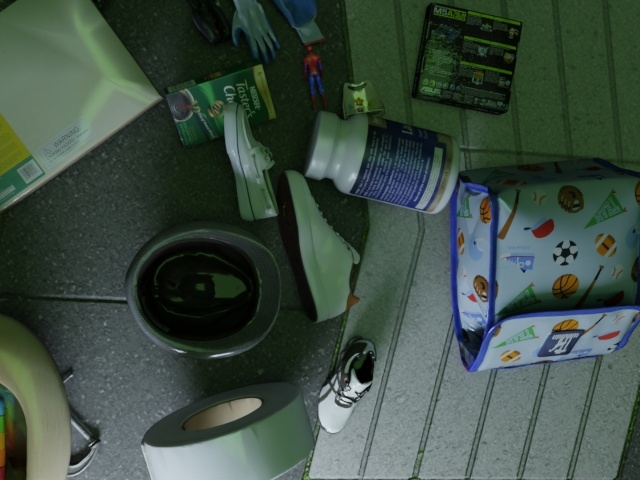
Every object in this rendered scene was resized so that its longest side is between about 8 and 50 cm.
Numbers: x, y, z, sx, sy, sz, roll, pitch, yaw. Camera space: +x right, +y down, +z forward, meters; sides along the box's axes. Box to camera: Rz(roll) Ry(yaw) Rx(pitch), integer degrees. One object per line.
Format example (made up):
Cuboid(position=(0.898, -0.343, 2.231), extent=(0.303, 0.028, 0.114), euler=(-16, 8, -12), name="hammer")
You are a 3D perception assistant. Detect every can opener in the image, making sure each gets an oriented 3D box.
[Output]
Cuboid(position=(-0.221, -0.442, 1.397), extent=(0.059, 0.073, 0.186), euler=(-28, 87, 0), name="can opener")

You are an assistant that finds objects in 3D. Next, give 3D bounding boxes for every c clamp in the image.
Cuboid(position=(-0.465, 0.347, 1.399), extent=(0.137, 0.022, 0.160), euler=(-36, 97, -7), name="c clamp")

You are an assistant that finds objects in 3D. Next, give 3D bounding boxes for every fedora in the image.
Cuboid(position=(-0.206, 0.087, 1.382), extent=(0.276, 0.124, 0.243), euler=(-5, 91, -1), name="fedora")

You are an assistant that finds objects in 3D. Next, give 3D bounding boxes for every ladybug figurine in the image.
Cuboid(position=(-0.569, 0.326, 1.303), extent=(0.305, 0.162, 0.448), euler=(5, 92, -3), name="ladybug figurine")

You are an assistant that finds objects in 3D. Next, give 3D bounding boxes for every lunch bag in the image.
Cuboid(position=(0.426, 0.060, 1.443), extent=(0.328, 0.239, 0.385), euler=(-5, 109, -10), name="lunch bag")

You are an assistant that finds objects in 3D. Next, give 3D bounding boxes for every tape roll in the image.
Cuboid(position=(-0.157, 0.341, 1.320), extent=(0.286, 0.286, 0.100), euler=(-16, 95, -9), name="tape roll")

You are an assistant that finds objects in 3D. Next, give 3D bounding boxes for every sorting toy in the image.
Cuboid(position=(0.076, -0.270, 1.462), extent=(0.083, 0.045, 0.075), euler=(-10, 86, -9), name="sorting toy")

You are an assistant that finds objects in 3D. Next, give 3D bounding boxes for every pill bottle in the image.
Cuboid(position=(0.110, -0.148, 1.413), extent=(0.265, 0.153, 0.153), euler=(12, 90, -11), name="pill bottle")

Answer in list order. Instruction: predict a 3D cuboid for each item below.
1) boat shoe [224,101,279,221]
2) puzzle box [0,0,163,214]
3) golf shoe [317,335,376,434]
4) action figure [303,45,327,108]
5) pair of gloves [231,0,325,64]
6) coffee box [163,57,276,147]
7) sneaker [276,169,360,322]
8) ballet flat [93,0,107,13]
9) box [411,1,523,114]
Cuboid(position=(-0.120, -0.145, 1.391), extent=(0.076, 0.083, 0.226), euler=(-4, 119, 7), name="boat shoe")
Cuboid(position=(-0.520, -0.243, 1.330), extent=(0.409, 0.052, 0.272), euler=(-35, 98, 0), name="puzzle box")
Cuboid(position=(0.050, 0.280, 1.450), extent=(0.077, 0.094, 0.198), euler=(19, 90, -11), name="golf shoe")
Cuboid(position=(-0.012, -0.310, 1.444), extent=(0.038, 0.030, 0.115), euler=(-10, 108, -4), name="action figure")
Cuboid(position=(-0.084, -0.418, 1.416), extent=(0.198, 0.023, 0.159), euler=(-27, 100, -22), name="pair of gloves")
Cuboid(position=(-0.181, -0.251, 1.395), extent=(0.184, 0.040, 0.113), euler=(-19, 122, -9), name="coffee box")
Cuboid(position=(0.000, 0.000, 1.437), extent=(0.123, 0.106, 0.289), euler=(-18, 101, -22), name="sneaker")
Cuboid(position=(-0.398, -0.427, 1.376), extent=(0.049, 0.057, 0.173), euler=(22, 93, -43), name="ballet flat")
Cuboid(position=(0.286, -0.353, 1.493), extent=(0.191, 0.045, 0.184), euler=(9, 88, -9), name="box")
